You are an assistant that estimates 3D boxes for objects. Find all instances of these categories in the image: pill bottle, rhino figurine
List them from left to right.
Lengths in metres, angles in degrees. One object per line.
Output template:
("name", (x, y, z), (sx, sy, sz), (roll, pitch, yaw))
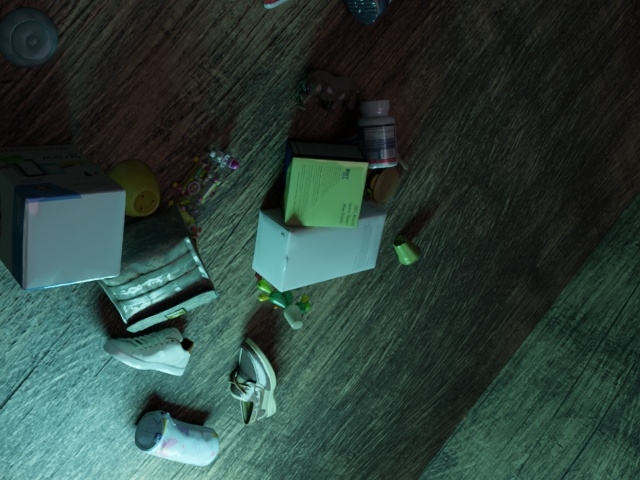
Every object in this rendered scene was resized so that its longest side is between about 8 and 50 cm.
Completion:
("rhino figurine", (0.039, -0.392, 1.966), (0.243, 0.073, 0.106), (1, 118, -45))
("pill bottle", (0.155, -0.294, 2.024), (0.108, 0.108, 0.180), (-13, 103, -37))

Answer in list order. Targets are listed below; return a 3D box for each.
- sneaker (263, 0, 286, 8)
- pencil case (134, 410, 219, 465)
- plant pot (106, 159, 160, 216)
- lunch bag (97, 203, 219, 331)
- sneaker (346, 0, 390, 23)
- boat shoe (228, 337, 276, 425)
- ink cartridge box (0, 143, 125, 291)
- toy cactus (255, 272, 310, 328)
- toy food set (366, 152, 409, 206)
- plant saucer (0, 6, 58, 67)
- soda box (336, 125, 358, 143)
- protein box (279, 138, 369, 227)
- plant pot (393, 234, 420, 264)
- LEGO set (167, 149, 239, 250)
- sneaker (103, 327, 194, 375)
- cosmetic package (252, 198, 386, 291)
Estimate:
("sneaker", (-0.089, -0.600, 1.728), (0.118, 0.042, 0.067), (-36, 139, -17))
("pencil case", (-0.419, 0.584, 2.168), (0.273, 0.113, 0.124), (39, 68, -49))
("plant pot", (-0.424, -0.107, 1.706), (0.134, 0.095, 0.134), (-24, 131, -31))
("lunch bag", (-0.393, 0.096, 1.792), (0.235, 0.169, 0.287), (-24, 134, -7))
("sneaker", (0.112, -0.708, 1.815), (0.131, 0.112, 0.319), (-49, 145, -32))
("boat shoe", (-0.217, 0.446, 2.262), (0.123, 0.123, 0.342), (-29, 140, -28))
("ink cartridge box", (-0.549, -0.057, 1.490), (0.198, 0.270, 0.197), (-10, 121, -39))
("toy cactus", (-0.104, 0.187, 2.155), (0.112, 0.180, 0.219), (-36, 135, 9))
("toy food set", (0.197, -0.179, 2.293), (0.192, 0.038, 0.132), (-60, 146, -1))
("plant saucer", (-0.567, -0.392, 1.436), (0.119, 0.021, 0.119), (-23, 130, -31))
("soda box", (0.105, -0.270, 2.114), (0.210, 0.067, 0.071), (-41, 137, -16))
("protein box", (0.005, -0.154, 1.989), (0.201, 0.136, 0.199), (2, 119, -12))
("plant pot", (0.284, 0.024, 2.482), (0.083, 0.083, 0.079), (-46, 126, -10))
("LEGO set", (-0.297, -0.086, 1.831), (0.132, 0.107, 0.287), (9, 110, -46))
("sneaker", (-0.449, 0.274, 1.949), (0.123, 0.106, 0.290), (-62, 148, 0))
("cosmetic package", (0.000, 0.000, 2.132), (0.366, 0.155, 0.197), (-10, 122, -38))
